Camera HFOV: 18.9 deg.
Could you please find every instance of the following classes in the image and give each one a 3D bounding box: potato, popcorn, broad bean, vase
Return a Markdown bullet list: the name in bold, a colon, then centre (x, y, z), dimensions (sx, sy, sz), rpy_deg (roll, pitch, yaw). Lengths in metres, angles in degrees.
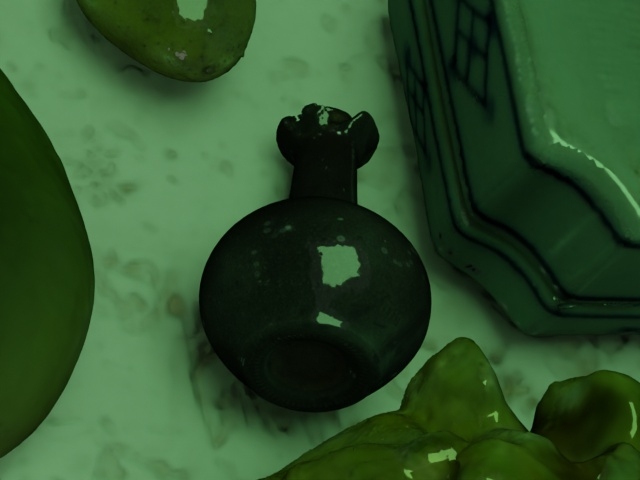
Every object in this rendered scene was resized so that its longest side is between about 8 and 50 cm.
- **potato**: centre (-0.087, -0.174, 1.085), dimensions (0.105, 0.085, 0.188), rpy_deg (13, 56, -20)
- **popcorn**: centre (0.054, 0.181, 0.880), dimensions (0.250, 0.235, 0.241), rpy_deg (3, 49, -27)
- **broad bean**: centre (-0.232, -0.018, 0.922), dimensions (0.238, 0.119, 0.291), rpy_deg (-20, 76, -39)
- **vase**: centre (0.000, 0.000, 1.023), dimensions (0.120, 0.120, 0.183), rpy_deg (18, 46, -14)

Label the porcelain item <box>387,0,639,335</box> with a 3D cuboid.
- **porcelain item**: centre (0.193, -0.087, 1.117), dimensions (0.281, 0.157, 0.285), rpy_deg (1, 64, -25)
